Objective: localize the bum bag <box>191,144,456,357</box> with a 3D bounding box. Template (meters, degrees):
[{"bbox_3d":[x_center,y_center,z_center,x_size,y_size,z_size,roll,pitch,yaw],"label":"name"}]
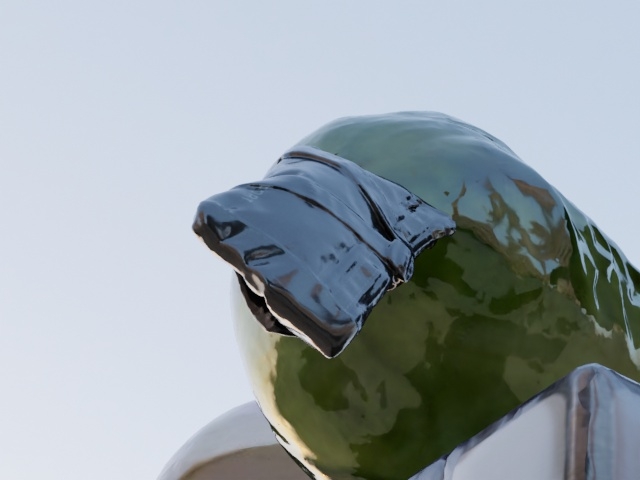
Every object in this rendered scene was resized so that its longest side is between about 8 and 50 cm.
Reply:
[{"bbox_3d":[0.000,0.000,0.793,0.087,0.198,0.049,37,-68,5],"label":"bum bag"}]

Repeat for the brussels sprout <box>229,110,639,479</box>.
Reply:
[{"bbox_3d":[0.081,0.053,0.994,0.271,0.219,0.210,24,-74,-20],"label":"brussels sprout"}]

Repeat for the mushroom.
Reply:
[{"bbox_3d":[-0.060,0.197,1.351,0.173,0.162,0.236,13,-65,-15],"label":"mushroom"}]

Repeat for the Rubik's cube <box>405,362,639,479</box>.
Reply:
[{"bbox_3d":[0.132,0.284,0.768,0.305,0.303,0.301,27,-42,-23],"label":"Rubik's cube"}]
